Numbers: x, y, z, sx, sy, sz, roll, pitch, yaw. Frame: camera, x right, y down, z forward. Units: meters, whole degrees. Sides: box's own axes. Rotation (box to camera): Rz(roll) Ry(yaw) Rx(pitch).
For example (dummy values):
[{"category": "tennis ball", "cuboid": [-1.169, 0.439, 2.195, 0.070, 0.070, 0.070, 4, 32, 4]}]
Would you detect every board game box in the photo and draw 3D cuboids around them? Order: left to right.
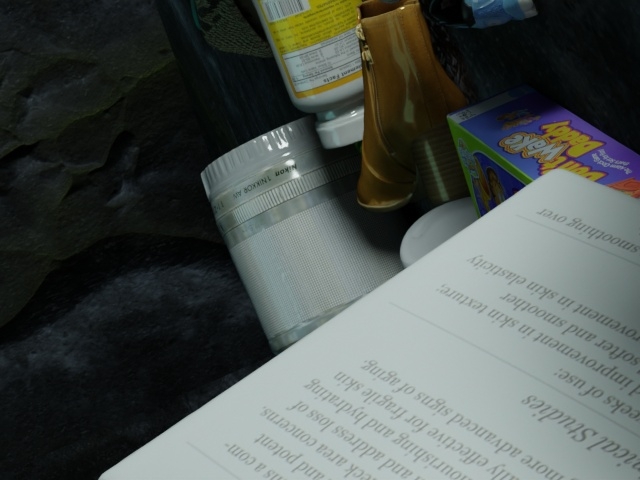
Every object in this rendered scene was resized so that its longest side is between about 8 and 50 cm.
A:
[{"category": "board game box", "cuboid": [0.223, 0.032, 1.514, 0.347, 0.078, 0.233, -132, 20, -66]}]

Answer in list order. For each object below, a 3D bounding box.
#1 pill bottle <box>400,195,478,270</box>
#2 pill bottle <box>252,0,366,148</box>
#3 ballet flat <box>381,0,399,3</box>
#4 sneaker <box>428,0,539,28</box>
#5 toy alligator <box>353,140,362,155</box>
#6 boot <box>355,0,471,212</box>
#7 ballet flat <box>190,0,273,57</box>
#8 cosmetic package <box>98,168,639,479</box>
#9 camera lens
[{"category": "pill bottle", "cuboid": [0.169, 0.091, 1.814, 0.136, 0.136, 0.246, -127, 16, -59]}, {"category": "pill bottle", "cuboid": [0.007, -0.211, 2.089, 0.117, 0.117, 0.208, -147, 35, -76]}, {"category": "ballet flat", "cuboid": [0.056, -0.318, 1.503, 0.400, 0.139, 0.139, 97, 149, -65]}, {"category": "sneaker", "cuboid": [0.115, -0.209, 1.556, 0.162, 0.073, 0.063, -133, 21, -68]}, {"category": "toy alligator", "cuboid": [0.075, -0.101, 2.182, 0.190, 0.051, 0.056, -122, 12, -48]}, {"category": "boot", "cuboid": [0.080, -0.141, 1.937, 0.295, 0.104, 0.211, 177, 75, -76]}, {"category": "ballet flat", "cuboid": [-0.095, -0.361, 2.205, 0.182, 0.164, 0.483, 18, 159, 20]}, {"category": "cosmetic package", "cuboid": [0.143, 0.219, 1.171, 0.329, 0.393, 0.327, 29, 144, 49]}, {"category": "camera lens", "cuboid": [0.000, 0.000, 2.355, 0.219, 0.219, 0.274, 130, 117, -81]}]
